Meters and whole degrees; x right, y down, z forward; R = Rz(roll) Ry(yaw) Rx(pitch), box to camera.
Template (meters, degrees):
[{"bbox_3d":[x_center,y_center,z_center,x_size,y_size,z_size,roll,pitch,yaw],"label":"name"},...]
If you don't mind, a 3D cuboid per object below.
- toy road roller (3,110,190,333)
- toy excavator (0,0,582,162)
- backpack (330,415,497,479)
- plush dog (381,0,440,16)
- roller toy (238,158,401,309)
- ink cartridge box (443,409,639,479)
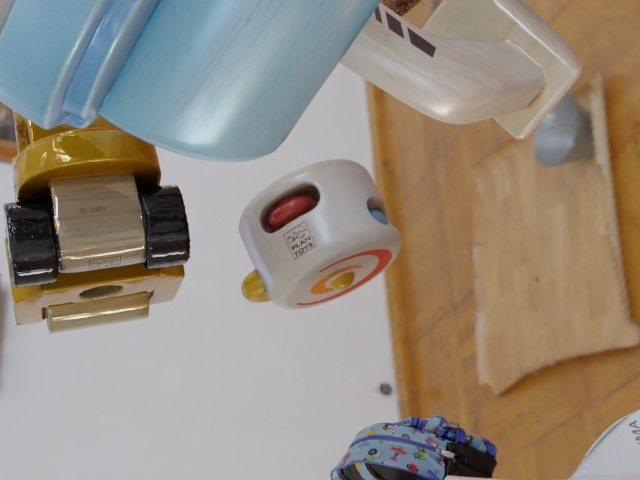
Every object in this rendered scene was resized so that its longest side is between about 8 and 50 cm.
[{"bbox_3d":[-0.283,-0.042,1.214,0.329,0.202,0.240,124,136,-64],"label":"toy road roller"},{"bbox_3d":[-0.019,-0.159,0.681,0.222,0.445,0.433,-51,9,29],"label":"toy excavator"},{"bbox_3d":[0.107,0.275,1.213,0.158,0.173,0.117,-38,30,54],"label":"backpack"},{"bbox_3d":[0.107,-0.442,1.341,0.210,0.262,0.225,-40,78,16],"label":"plush dog"},{"bbox_3d":[0.000,0.000,1.311,0.146,0.209,0.191,64,150,20],"label":"roller toy"},{"bbox_3d":[0.265,0.311,1.122,0.091,0.385,0.308,-102,21,-44],"label":"ink cartridge box"}]
